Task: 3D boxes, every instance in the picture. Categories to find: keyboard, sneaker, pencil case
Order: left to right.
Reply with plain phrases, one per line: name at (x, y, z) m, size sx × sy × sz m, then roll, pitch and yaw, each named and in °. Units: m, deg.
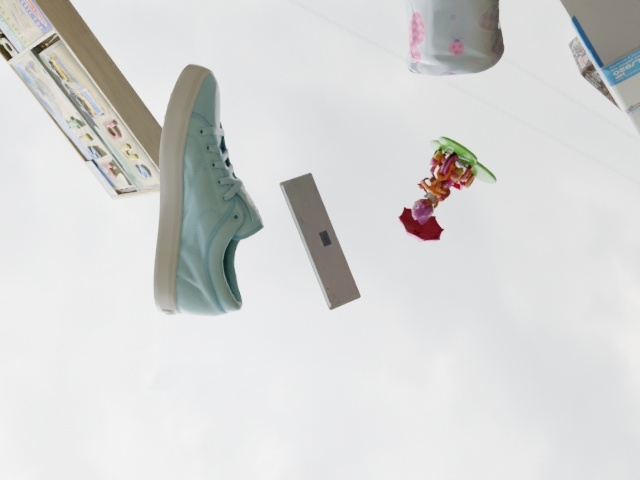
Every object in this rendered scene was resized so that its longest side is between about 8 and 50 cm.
sneaker at (-0.150, -0.066, 1.110) m, size 0.150 × 0.366 × 0.135 m, roll 6°, pitch -168°, yaw 4°
keyboard at (0.000, 0.000, 1.424) m, size 0.072 × 0.014 × 0.256 m, roll -20°, pitch -93°, yaw -31°
pencil case at (0.141, -0.316, 0.823) m, size 0.113 × 0.273 × 0.124 m, roll 0°, pitch -143°, yaw 13°

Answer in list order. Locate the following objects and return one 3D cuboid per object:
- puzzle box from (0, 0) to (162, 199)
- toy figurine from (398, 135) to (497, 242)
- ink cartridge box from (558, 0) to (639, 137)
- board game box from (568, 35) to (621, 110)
puzzle box at (-0.410, -0.249, 1.310) m, size 0.052 × 0.272 × 0.409 m, roll -47°, pitch -65°, yaw -29°
toy figurine at (0.193, -0.072, 1.259) m, size 0.130 × 0.159 × 0.173 m, roll 33°, pitch 180°, yaw 18°
ink cartridge box at (0.440, -0.280, 1.010) m, size 0.232 × 0.168 × 0.171 m, roll 26°, pitch -140°, yaw -52°
board game box at (0.623, -0.346, 1.306) m, size 0.232 × 0.291 × 0.141 m, roll 33°, pitch -147°, yaw -17°
